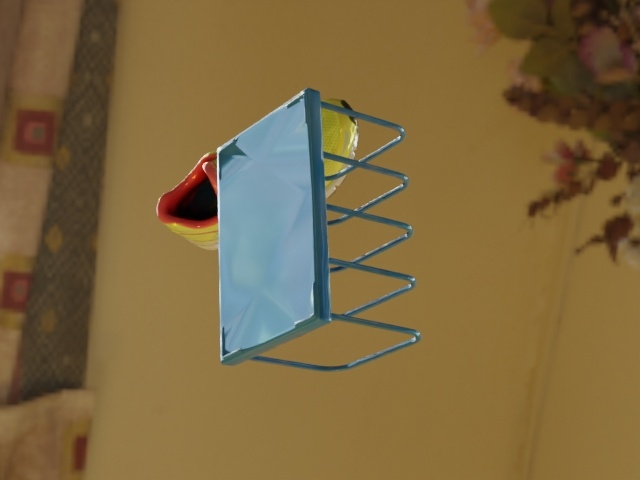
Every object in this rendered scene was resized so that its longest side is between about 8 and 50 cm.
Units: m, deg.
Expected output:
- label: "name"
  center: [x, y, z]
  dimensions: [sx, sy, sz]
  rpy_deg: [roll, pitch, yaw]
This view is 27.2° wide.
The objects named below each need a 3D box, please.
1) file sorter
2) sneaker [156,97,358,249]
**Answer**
- label: "file sorter"
  center: [0.000, 0.000, 0.957]
  dimensions: [0.105, 0.170, 0.118]
  rpy_deg: [13, 154, -35]
- label: "sneaker"
  center: [-0.058, -0.058, 1.177]
  dimensions: [0.094, 0.208, 0.081]
  rpy_deg: [15, -136, -60]
